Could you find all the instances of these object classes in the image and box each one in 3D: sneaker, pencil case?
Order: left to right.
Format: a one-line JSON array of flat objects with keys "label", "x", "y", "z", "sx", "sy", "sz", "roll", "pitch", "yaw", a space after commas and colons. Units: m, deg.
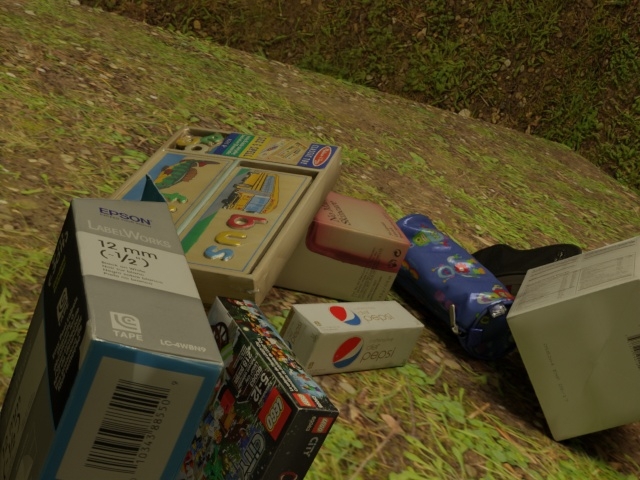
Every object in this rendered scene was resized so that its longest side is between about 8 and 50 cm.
[{"label": "pencil case", "x": 0.211, "y": 0.075, "z": 1.602, "sx": 0.133, "sy": 0.119, "sz": 0.306, "roll": -7, "pitch": 34, "yaw": -30}, {"label": "sneaker", "x": 0.383, "y": 0.100, "z": 1.735, "sx": 0.124, "sy": 0.178, "sz": 0.295, "roll": -41, "pitch": 21, "yaw": -27}]

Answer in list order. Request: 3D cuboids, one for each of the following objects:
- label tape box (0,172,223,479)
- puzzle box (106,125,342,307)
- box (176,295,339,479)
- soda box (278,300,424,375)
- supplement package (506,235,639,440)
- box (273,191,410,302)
[{"label": "label tape box", "x": -0.209, "y": 0.105, "z": 0.875, "sx": 0.115, "sy": 0.249, "sz": 0.348, "roll": 13, "pitch": 23, "yaw": -26}, {"label": "puzzle box", "x": -0.149, "y": -0.049, "z": 1.368, "sx": 0.272, "sy": 0.052, "sz": 0.409, "roll": 9, "pitch": 31, "yaw": 13}, {"label": "box", "x": -0.087, "y": 0.188, "z": 0.828, "sx": 0.044, "sy": 0.233, "sz": 0.159, "roll": 12, "pitch": 22, "yaw": -38}, {"label": "soda box", "x": 0.042, "y": 0.133, "z": 1.335, "sx": 0.216, "sy": 0.074, "sz": 0.069, "roll": 1, "pitch": 30, "yaw": -46}, {"label": "supplement package", "x": 0.422, "y": 0.138, "z": 1.453, "sx": 0.199, "sy": 0.198, "sz": 0.262, "roll": 68, "pitch": 22, "yaw": -6}, {"label": "box", "x": 0.000, "y": 0.000, "z": 1.541, "sx": 0.232, "sy": 0.127, "sz": 0.149, "roll": 14, "pitch": 23, "yaw": -27}]
